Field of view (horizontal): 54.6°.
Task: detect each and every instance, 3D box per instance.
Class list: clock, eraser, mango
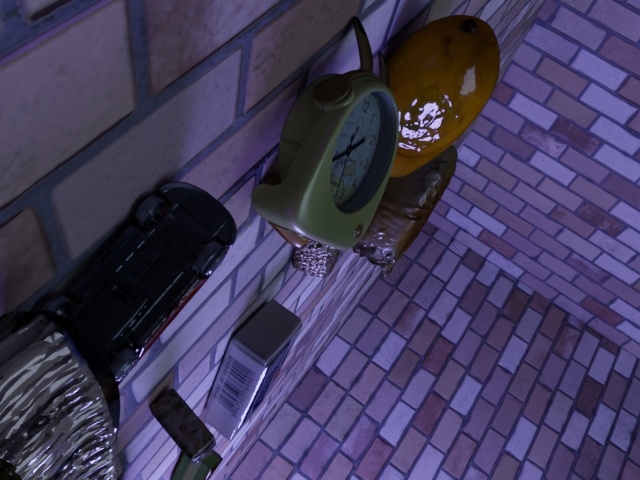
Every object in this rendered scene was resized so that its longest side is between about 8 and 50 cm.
[{"bbox_3d":[0.025,-0.110,0.669,0.170,0.069,0.232,24,88,-61],"label":"clock"},{"bbox_3d":[-0.129,0.241,1.133,0.124,0.081,0.279,-45,165,-47],"label":"eraser"},{"bbox_3d":[0.156,-0.202,0.904,0.187,0.144,0.359,-42,173,-10],"label":"mango"}]

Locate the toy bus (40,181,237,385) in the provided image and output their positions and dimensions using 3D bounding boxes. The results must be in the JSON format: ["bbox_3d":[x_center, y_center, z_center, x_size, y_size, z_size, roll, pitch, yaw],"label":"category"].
[{"bbox_3d":[-0.139,0.039,0.480,0.174,0.079,0.077,-52,178,-22],"label":"toy bus"}]

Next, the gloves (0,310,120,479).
[{"bbox_3d":[-0.225,0.163,0.298,0.312,0.135,0.210,-41,169,-46],"label":"gloves"}]

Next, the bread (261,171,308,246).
[{"bbox_3d":[-0.047,-0.042,0.742,0.049,0.103,0.062,-43,-148,-8],"label":"bread"}]

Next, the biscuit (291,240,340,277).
[{"bbox_3d":[0.000,0.000,1.016,0.082,0.070,0.168,-60,171,-31],"label":"biscuit"}]

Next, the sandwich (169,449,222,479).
[{"bbox_3d":[-0.267,0.478,1.264,0.116,0.074,0.074,-56,172,5],"label":"sandwich"}]

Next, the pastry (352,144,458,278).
[{"bbox_3d":[0.184,-0.090,1.377,0.330,0.136,0.330,-54,168,-16],"label":"pastry"}]

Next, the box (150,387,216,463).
[{"bbox_3d":[-0.189,0.256,0.854,0.045,0.098,0.062,-40,166,-22],"label":"box"}]
